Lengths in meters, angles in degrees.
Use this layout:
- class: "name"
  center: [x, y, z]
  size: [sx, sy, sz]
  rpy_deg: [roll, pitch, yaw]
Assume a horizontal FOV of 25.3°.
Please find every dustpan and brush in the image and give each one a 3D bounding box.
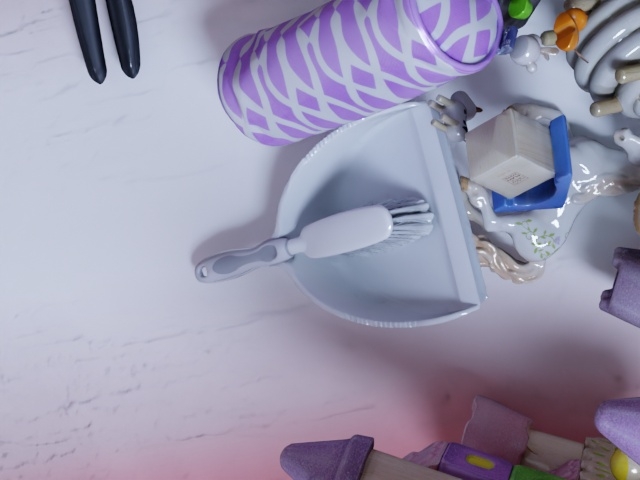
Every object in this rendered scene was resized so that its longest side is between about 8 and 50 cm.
- class: "dustpan and brush"
  center: [0.000, 0.000, 0.982]
  size: [0.211, 0.060, 0.147]
  rpy_deg: [-16, 88, 43]

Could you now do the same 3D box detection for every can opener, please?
- class: "can opener"
  center: [-0.165, -0.205, 1.022]
  size: [0.059, 0.073, 0.186]
  rpy_deg: [-1, 104, 10]

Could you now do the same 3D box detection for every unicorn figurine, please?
- class: "unicorn figurine"
  center: [0.157, -0.040, 0.937]
  size: [0.111, 0.060, 0.162]
  rpy_deg: [33, 120, 8]

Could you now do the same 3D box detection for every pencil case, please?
- class: "pencil case"
  center: [0.021, -0.124, 0.909]
  size: [0.206, 0.086, 0.088]
  rpy_deg: [-17, 51, 45]

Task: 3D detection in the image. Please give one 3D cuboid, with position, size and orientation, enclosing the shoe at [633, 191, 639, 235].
- class: "shoe"
  center: [0.303, -0.026, 0.862]
  size: [0.219, 0.058, 0.076]
  rpy_deg: [-14, 104, 3]

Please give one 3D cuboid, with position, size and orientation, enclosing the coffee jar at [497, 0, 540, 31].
- class: "coffee jar"
  center: [0.072, -0.215, 0.929]
  size: [0.184, 0.079, 0.096]
  rpy_deg: [34, 113, 12]

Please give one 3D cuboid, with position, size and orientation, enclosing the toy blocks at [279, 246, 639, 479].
- class: "toy blocks"
  center: [0.103, 0.146, 0.844]
  size: [0.260, 0.288, 0.309]
  rpy_deg: [17, 104, 10]

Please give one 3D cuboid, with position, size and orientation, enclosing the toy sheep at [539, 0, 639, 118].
- class: "toy sheep"
  center: [0.196, -0.118, 0.893]
  size: [0.091, 0.091, 0.132]
  rpy_deg: [-34, 68, 18]

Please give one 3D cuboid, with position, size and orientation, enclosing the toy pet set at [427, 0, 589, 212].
- class: "toy pet set"
  center: [0.131, -0.083, 0.885]
  size: [0.122, 0.065, 0.114]
  rpy_deg: [-29, 53, 41]
